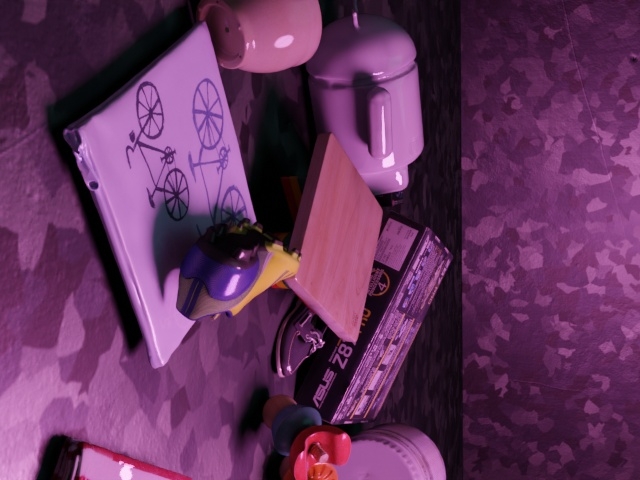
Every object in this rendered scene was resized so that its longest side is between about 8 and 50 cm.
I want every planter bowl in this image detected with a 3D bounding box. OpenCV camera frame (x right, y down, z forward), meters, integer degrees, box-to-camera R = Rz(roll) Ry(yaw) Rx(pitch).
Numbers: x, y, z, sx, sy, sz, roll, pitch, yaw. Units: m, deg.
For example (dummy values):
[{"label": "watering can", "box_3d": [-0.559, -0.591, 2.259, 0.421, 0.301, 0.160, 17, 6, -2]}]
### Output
[{"label": "planter bowl", "box_3d": [-0.094, -0.289, 1.063, 0.109, 0.162, 0.162, -34, 128, -34]}]

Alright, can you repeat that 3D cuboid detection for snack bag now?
[{"label": "snack bag", "box_3d": [-0.175, -0.059, 0.986, 0.342, 0.037, 0.323, -63, 148, -53]}]

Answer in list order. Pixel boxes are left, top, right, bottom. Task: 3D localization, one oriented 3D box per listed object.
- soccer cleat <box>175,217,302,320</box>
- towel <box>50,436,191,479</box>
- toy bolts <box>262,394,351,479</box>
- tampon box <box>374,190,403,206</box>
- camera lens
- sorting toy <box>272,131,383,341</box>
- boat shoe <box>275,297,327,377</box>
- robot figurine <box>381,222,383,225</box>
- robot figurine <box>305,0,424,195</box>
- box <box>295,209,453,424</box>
[{"label": "soccer cleat", "box_3d": [-0.106, 0.042, 1.041, 0.121, 0.093, 0.289, -60, 168, 8]}, {"label": "towel", "box_3d": [-0.224, 0.390, 0.828, 0.237, 0.037, 0.329, 48, 45, -56]}, {"label": "toy bolts", "box_3d": [-0.061, 0.364, 1.284, 0.218, 0.158, 0.229, -12, 119, -30]}, {"label": "tampon box", "box_3d": [0.120, -0.156, 1.759, 0.120, 0.101, 0.161, -21, 110, -71]}, {"label": "camera lens", "box_3d": [0.129, 0.490, 1.644, 0.274, 0.219, 0.219, 21, 71, -70]}, {"label": "sorting toy", "box_3d": [0.000, 0.000, 1.332, 0.255, 0.089, 0.257, 51, 47, -53]}, {"label": "boat shoe", "box_3d": [-0.023, 0.159, 1.408, 0.206, 0.065, 0.075, -63, 149, -52]}, {"label": "robot figurine", "box_3d": [0.142, 0.056, 1.800, 0.158, 0.128, 0.219, -48, 147, -15]}, {"label": "robot figurine", "box_3d": [0.082, -0.259, 1.486, 0.300, 0.199, 0.354, -113, -168, -60]}, {"label": "box", "box_3d": [0.120, 0.163, 1.580, 0.395, 0.097, 0.318, -64, 158, -2]}]
